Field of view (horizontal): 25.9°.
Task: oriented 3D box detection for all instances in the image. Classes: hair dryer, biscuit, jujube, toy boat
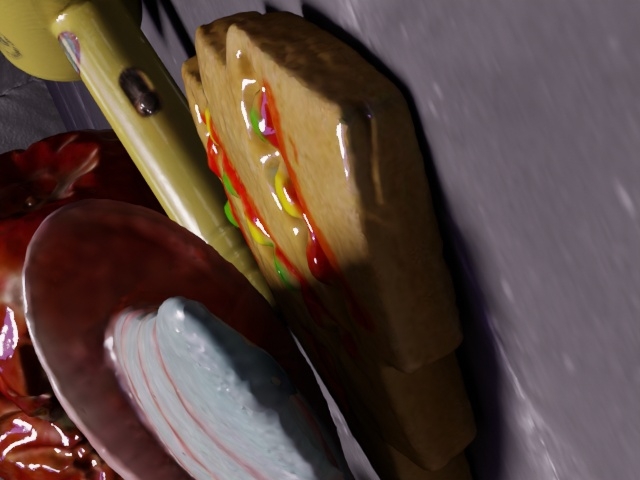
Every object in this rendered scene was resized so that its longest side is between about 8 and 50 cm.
[{"bbox_3d":[-0.093,-0.068,0.720,0.278,0.090,0.135,57,168,14],"label":"hair dryer"},{"bbox_3d":[0.000,0.000,0.485,0.238,0.041,0.212,97,148,-74],"label":"biscuit"},{"bbox_3d":[-0.143,0.051,0.872,0.213,0.213,0.232,50,163,57],"label":"jujube"},{"bbox_3d":[-0.031,0.061,0.514,0.206,0.096,0.282,52,166,-3],"label":"toy boat"}]
